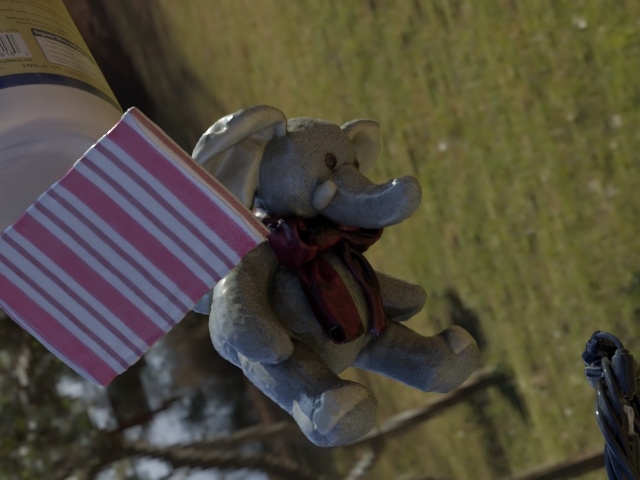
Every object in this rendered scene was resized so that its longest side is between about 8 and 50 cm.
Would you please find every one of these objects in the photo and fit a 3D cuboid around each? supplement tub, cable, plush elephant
[{"bbox_3d":[-0.305,-0.121,1.511,0.228,0.228,0.316,88,158,-47],"label":"supplement tub"},{"bbox_3d":[0.237,0.158,1.317,0.184,0.047,0.151,63,-164,-58],"label":"cable"},{"bbox_3d":[0.000,0.000,1.678,0.330,0.272,0.255,27,114,32],"label":"plush elephant"}]

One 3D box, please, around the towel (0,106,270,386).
[{"bbox_3d":[-0.154,0.007,1.325,0.144,0.197,0.029,43,-162,-15],"label":"towel"}]
